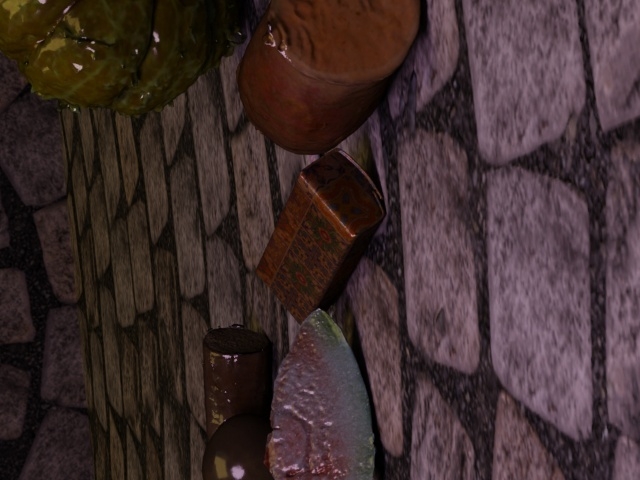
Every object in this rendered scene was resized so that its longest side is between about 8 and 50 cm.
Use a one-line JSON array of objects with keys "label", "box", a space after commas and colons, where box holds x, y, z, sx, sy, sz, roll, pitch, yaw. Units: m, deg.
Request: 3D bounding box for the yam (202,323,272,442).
[{"label": "yam", "box": [-0.092, 0.164, 2.128, 0.084, 0.084, 0.127, -131, 41, -67]}]

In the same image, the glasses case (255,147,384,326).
[{"label": "glasses case", "box": [0.000, 0.000, 1.717, 0.075, 0.049, 0.218, 49, 156, 11]}]

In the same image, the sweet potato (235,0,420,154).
[{"label": "sweet potato", "box": [-0.010, -0.128, 1.592, 0.336, 0.131, 0.131, 121, 141, -69]}]

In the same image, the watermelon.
[{"label": "watermelon", "box": [0.002, 0.155, 1.738, 0.081, 0.094, 0.180, 113, 164, -69]}]

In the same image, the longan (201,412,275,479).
[{"label": "longan", "box": [-0.080, 0.234, 2.053, 0.119, 0.106, 0.106, -142, 47, -57]}]

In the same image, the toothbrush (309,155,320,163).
[{"label": "toothbrush", "box": [-0.010, -0.077, 1.820, 0.017, 0.022, 0.204, 111, 150, -67]}]

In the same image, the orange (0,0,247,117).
[{"label": "orange", "box": [-0.232, -0.275, 2.066, 0.300, 0.301, 0.223, 49, 135, -6]}]
